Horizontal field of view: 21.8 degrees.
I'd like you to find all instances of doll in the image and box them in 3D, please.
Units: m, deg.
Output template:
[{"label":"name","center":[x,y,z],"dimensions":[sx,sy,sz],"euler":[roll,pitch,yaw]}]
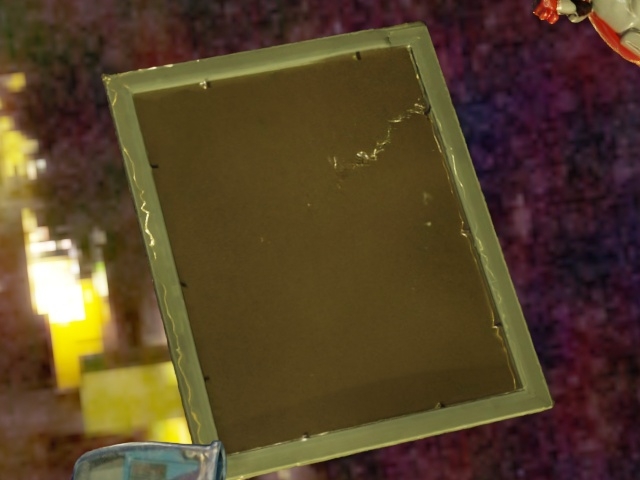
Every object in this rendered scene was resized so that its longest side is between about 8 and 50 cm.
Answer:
[{"label":"doll","center":[0.187,-0.138,0.991],"dimensions":[0.057,0.169,0.109],"euler":[116,168,-49]}]

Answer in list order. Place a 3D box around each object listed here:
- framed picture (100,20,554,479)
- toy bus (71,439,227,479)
[{"label":"framed picture","center":[0.000,0.000,1.074],"dimensions":[0.018,0.231,0.293],"euler":[104,153,-64]},{"label":"toy bus","center":[-0.094,0.215,0.814],"dimensions":[0.079,0.094,0.236],"euler":[110,166,-71]}]
